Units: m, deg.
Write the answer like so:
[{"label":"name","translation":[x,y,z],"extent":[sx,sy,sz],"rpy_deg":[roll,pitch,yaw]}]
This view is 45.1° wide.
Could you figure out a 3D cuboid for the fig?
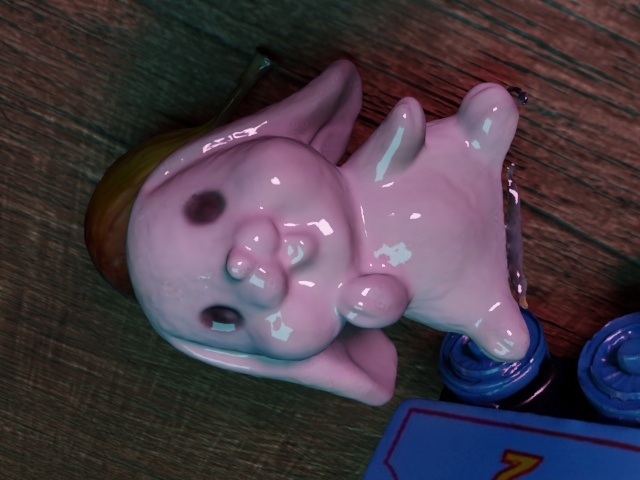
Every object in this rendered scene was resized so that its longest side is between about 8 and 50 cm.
[{"label":"fig","translation":[-0.102,-0.049,0.667],"extent":[0.160,0.230,0.143],"rpy_deg":[30,177,14]}]

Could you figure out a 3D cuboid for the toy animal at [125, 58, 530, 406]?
[{"label":"toy animal","translation":[0.012,-0.014,0.567],"extent":[0.289,0.249,0.174],"rpy_deg":[19,170,-24]}]

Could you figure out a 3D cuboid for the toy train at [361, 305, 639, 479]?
[{"label":"toy train","translation":[0.203,0.202,0.669],"extent":[0.300,0.265,0.188],"rpy_deg":[-2,135,42]}]
